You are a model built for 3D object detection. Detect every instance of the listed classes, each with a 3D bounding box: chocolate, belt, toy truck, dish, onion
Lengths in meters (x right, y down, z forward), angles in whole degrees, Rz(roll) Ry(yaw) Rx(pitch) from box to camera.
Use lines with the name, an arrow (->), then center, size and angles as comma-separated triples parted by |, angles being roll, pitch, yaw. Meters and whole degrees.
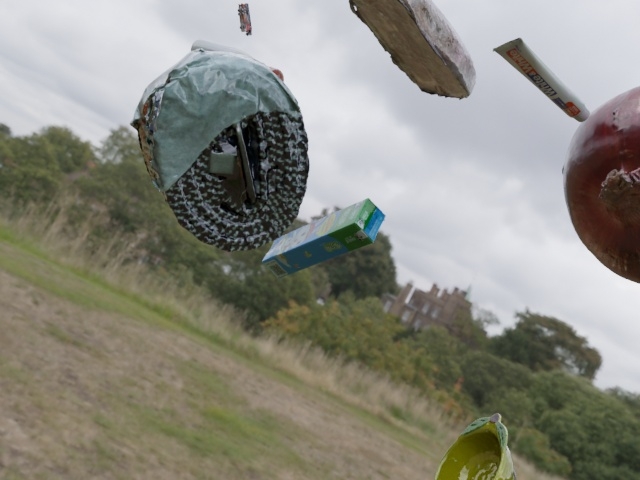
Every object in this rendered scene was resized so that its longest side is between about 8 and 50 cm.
chocolate -> 0.186, -0.392, 1.402 | 0.303, 0.100, 0.185 | 38, -2, -39
belt -> -0.126, -0.121, 0.965 | 0.150, 0.207, 0.258 | -138, -146, -59
toy truck -> -0.198, -0.580, 1.954 | 0.032, 0.083, 0.024 | -16, 16, -38
dish -> 0.282, 0.409, 1.297 | 0.080, 0.208, 0.148 | 40, -14, -21
onion -> 0.570, -0.107, 1.259 | 0.341, 0.341, 0.341 | 28, -4, 2

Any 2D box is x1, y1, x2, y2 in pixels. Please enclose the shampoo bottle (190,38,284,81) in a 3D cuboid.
shampoo bottle -> -0.148, -0.309, 1.349 | 0.220, 0.051, 0.108 | 28, -14, 44

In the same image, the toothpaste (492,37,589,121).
toothpaste -> 0.358, -0.253, 1.180 | 0.218, 0.033, 0.052 | 30, -27, -32

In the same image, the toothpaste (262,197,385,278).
toothpaste -> 0.000, 0.000, 1.300 | 0.050, 0.065, 0.266 | 46, -39, -19
